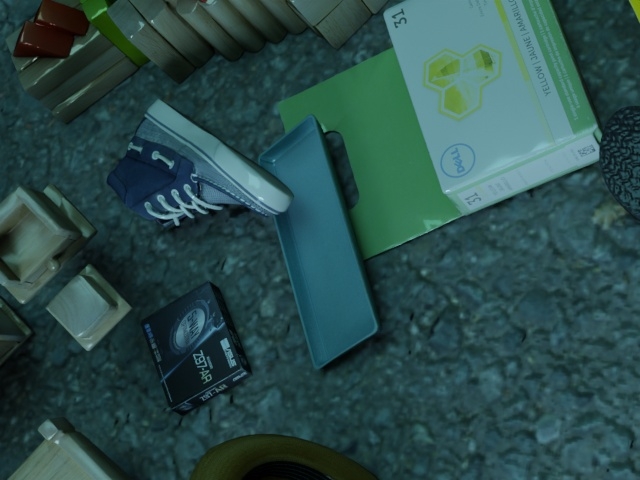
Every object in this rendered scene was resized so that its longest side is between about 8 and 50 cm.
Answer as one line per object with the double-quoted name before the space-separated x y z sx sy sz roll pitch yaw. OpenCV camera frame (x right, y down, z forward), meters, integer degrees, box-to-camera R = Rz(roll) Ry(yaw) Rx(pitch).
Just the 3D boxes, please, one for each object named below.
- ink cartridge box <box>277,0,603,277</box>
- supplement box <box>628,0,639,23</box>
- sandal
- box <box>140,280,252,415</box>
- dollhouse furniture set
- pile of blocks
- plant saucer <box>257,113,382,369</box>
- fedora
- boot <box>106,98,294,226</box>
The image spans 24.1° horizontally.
"ink cartridge box" 0.079 -0.095 1.124 0.235 0.056 0.171 -23 61 14
"supplement box" 0.270 -0.317 1.039 0.194 0.195 0.356 -19 61 18
"sandal" 0.259 -0.019 1.017 0.179 0.040 0.067 45 98 18
"box" -0.096 0.082 1.153 0.067 0.018 0.083 -30 59 12
"dollhouse furniture set" -0.183 0.188 1.133 0.303 0.174 0.355 -45 81 2
"pile of blocks" -0.118 -0.215 1.234 0.362 0.112 0.149 -12 65 21
"plant saucer" 0.000 0.000 1.132 0.067 0.018 0.192 -36 55 33
"fedora" -0.018 0.222 0.997 0.079 0.194 0.194 -52 50 39
"boot" -0.096 -0.039 1.171 0.086 0.069 0.190 -57 39 2
